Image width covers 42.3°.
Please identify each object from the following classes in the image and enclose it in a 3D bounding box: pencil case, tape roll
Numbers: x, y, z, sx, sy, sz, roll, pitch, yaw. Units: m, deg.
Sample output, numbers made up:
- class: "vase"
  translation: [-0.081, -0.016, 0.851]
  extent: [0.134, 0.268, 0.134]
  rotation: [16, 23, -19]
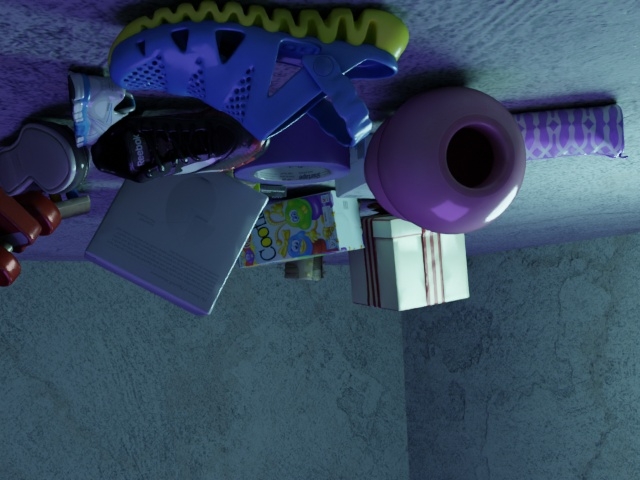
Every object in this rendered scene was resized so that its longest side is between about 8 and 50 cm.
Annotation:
- class: "pencil case"
  translation: [0.371, -0.162, 1.298]
  extent: [0.206, 0.088, 0.086]
  rotation: [-5, 175, 15]
- class: "tape roll"
  translation: [-0.047, -0.145, 1.339]
  extent: [0.189, 0.080, 0.189]
  rotation: [-1, 173, 0]

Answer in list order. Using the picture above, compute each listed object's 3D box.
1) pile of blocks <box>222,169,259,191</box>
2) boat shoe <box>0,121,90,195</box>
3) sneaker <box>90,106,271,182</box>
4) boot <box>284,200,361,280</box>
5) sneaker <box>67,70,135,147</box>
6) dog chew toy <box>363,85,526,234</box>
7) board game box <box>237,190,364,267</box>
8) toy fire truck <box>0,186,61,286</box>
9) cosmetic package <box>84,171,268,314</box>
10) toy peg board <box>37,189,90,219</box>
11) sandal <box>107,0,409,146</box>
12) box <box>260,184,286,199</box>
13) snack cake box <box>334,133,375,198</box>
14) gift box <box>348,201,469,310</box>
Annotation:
- class: "pile of blocks"
  translation: [-0.207, -0.089, 1.639]
  extent: [0.149, 0.112, 0.362]
  rotation: [3, 172, -38]
- class: "boat shoe"
  translation: [-0.417, -0.130, 1.294]
  extent: [0.096, 0.112, 0.335]
  rotation: [-19, -170, -35]
- class: "sneaker"
  translation: [-0.206, -0.136, 1.181]
  extent: [0.276, 0.097, 0.135]
  rotation: [-4, -167, 17]
- class: "boot"
  translation: [0.000, 0.000, 2.098]
  extent: [0.262, 0.203, 0.095]
  rotation: [-7, 172, 40]
- class: "sneaker"
  translation: [-0.288, -0.170, 1.094]
  extent: [0.083, 0.071, 0.191]
  rotation: [-6, 175, -16]
- class: "dog chew toy"
  translation: [0.160, -0.112, 1.228]
  extent: [0.207, 0.206, 0.332]
  rotation: [-1, -179, -15]
- class: "board game box"
  translation: [-0.055, -0.025, 1.982]
  extent: [0.275, 0.142, 0.144]
  rotation: [-10, 178, 27]
- class: "toy fire truck"
  translation: [-0.655, -0.054, 1.526]
  extent: [0.302, 0.169, 0.254]
  rotation: [-6, 133, 39]
- class: "cosmetic package"
  translation: [-0.246, -0.019, 1.402]
  extent: [0.224, 0.224, 0.138]
  rotation: [29, 165, -12]
- class: "toy peg board"
  translation: [-0.584, -0.088, 1.773]
  extent: [0.161, 0.079, 0.161]
  rotation: [-17, 178, -17]
- class: "sandal"
  translation: [-0.062, -0.169, 0.868]
  extent: [0.318, 0.138, 0.126]
  rotation: [0, 176, -4]
- class: "box"
  translation: [-0.165, -0.103, 1.904]
  extent: [0.116, 0.029, 0.162]
  rotation: [1, 172, -30]
- class: "snack cake box"
  translation: [0.173, -0.131, 1.510]
  extent: [0.264, 0.089, 0.152]
  rotation: [0, 171, -21]
- class: "gift box"
  translation: [0.226, 0.024, 2.100]
  extent: [0.276, 0.258, 0.255]
  rotation: [-10, -173, -33]
